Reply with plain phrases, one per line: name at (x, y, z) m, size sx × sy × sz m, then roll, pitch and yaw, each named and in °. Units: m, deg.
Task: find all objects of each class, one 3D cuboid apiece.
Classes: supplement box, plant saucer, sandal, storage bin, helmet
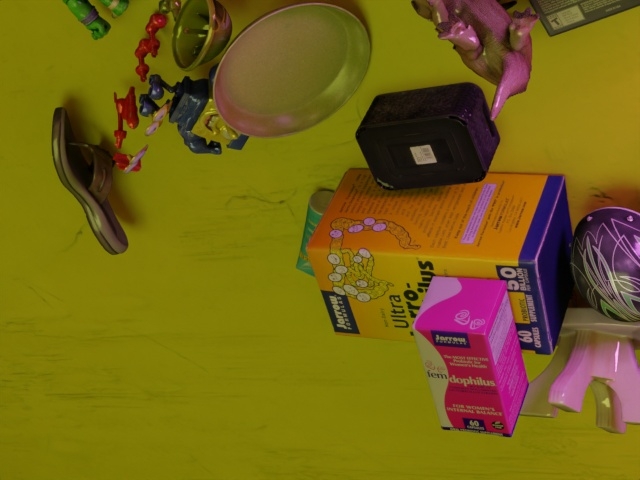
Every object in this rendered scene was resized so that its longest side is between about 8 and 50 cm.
supplement box at (0.219, 0.168, 1.726) m, size 0.111 × 0.114 × 0.220 m, roll 2°, pitch 131°, yaw 27°
plant saucer at (-0.045, -0.248, 1.708) m, size 0.241 × 0.037 × 0.241 m, roll -18°, pitch 143°, yaw -14°
sandal at (-0.387, -0.109, 2.077) m, size 0.086 × 0.120 × 0.302 m, roll -18°, pitch 128°, yaw 6°
storage bin at (0.157, -0.150, 1.754) m, size 0.180 × 0.084 × 0.122 m, roll -4°, pitch 129°, yaw 31°
supplement box at (0.190, 0.028, 1.830) m, size 0.357 × 0.195 × 0.194 m, roll 3°, pitch 133°, yaw 26°
helmet at (0.440, 0.034, 1.724) m, size 0.169 × 0.162 × 0.169 m, roll 7°, pitch 100°, yaw 44°

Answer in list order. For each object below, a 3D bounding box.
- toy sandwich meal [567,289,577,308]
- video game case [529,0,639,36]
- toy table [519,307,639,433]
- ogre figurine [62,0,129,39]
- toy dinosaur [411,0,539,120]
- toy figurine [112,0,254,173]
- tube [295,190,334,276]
toy sandwich meal at (0.372, 0.094, 1.928) m, size 0.086 × 0.029 × 0.085 m, roll 19°, pitch 139°, yaw 17°
video game case at (0.308, -0.393, 1.478) m, size 0.196 × 0.026 × 0.274 m, roll -15°, pitch 122°, yaw 37°
toy table at (0.426, 0.200, 1.855) m, size 0.252 × 0.160 × 0.274 m, roll 22°, pitch 160°, yaw -40°
ogre figurine at (-0.323, -0.390, 1.757) m, size 0.118 × 0.096 × 0.197 m, roll 31°, pitch 151°, yaw -21°
toy dinosaur at (0.210, -0.258, 1.515) m, size 0.127 × 0.295 × 0.200 m, roll -24°, pitch 150°, yaw 5°
toy figurine at (-0.158, -0.242, 1.827) m, size 0.217 × 0.191 × 0.362 m, roll 10°, pitch 137°, yaw -27°
tube at (0.000, 0.000, 2.018) m, size 0.080 × 0.052 × 0.207 m, roll 28°, pitch 145°, yaw 16°
